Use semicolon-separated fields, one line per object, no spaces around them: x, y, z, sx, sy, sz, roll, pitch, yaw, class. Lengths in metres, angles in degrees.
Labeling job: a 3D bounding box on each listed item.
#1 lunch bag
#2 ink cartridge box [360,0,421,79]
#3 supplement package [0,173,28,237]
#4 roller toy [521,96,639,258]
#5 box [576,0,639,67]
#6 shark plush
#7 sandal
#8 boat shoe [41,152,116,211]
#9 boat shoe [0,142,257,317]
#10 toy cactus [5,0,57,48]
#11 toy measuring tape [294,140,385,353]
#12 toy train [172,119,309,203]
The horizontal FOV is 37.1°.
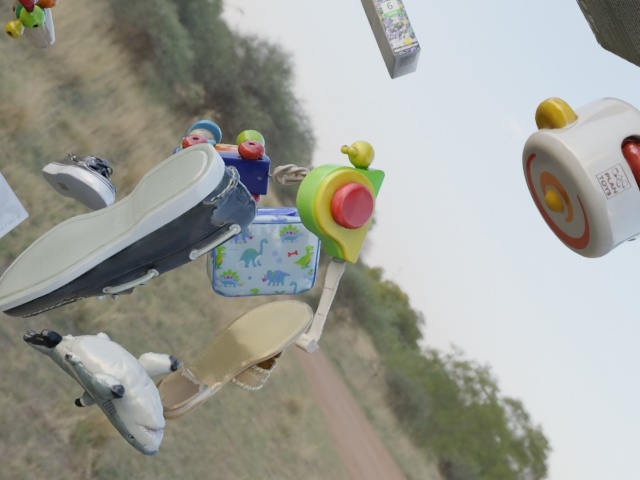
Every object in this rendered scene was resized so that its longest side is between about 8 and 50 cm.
-0.111;0.018;1.878;0.090;0.219;0.176;-119;-150;-60;lunch bag
0.064;-0.222;0.933;0.063;0.029;0.115;86;-15;-80;ink cartridge box
-0.555;-0.110;1.241;0.175;0.177;0.293;28;-29;40;supplement package
0.364;-0.082;1.268;0.191;0.146;0.209;55;-11;41;roller toy
0.592;-0.405;1.427;0.212;0.294;0.395;51;5;-29;box
-0.195;0.117;0.788;0.161;0.067;0.073;19;25;17;shark plush
-0.110;0.170;1.266;0.088;0.240;0.079;39;-26;42;sandal
-0.372;-0.103;1.525;0.228;0.076;0.080;12;-38;57;boat shoe
-0.206;0.014;0.983;0.091;0.303;0.114;50;24;-34;boat shoe
-0.391;-0.315;1.218;0.219;0.112;0.180;46;-18;30;toy cactus
0.000;0.000;1.428;0.121;0.330;0.121;21;-2;1;toy measuring tape
-0.108;-0.131;1.542;0.143;0.248;0.105;-91;-173;-59;toy train
